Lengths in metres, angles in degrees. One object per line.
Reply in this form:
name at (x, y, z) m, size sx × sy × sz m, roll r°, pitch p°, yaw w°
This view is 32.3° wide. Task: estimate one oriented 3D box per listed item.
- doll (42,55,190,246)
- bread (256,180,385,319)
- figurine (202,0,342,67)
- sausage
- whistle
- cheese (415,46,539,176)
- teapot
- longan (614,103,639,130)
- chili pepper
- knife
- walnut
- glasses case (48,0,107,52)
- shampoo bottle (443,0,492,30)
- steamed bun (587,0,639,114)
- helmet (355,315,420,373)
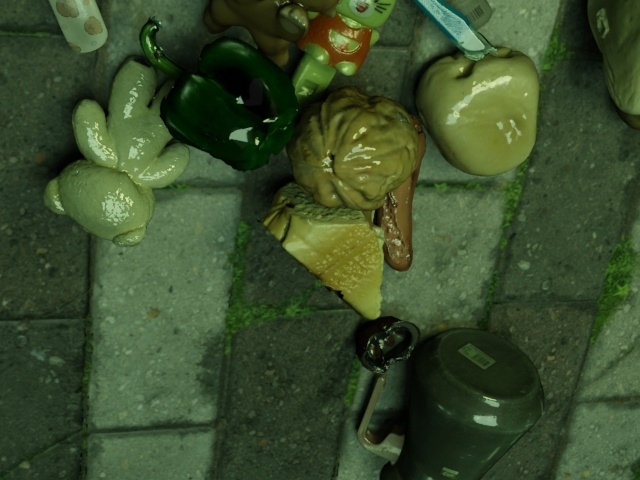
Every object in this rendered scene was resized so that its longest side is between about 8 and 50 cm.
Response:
doll at (-0.295, -0.139, 1.706) m, size 0.175 × 0.149 × 0.278 m, roll 27°, pitch 91°, yaw 4°
bread at (-0.007, 0.010, 1.832) m, size 0.211 × 0.183 × 0.224 m, roll 0°, pitch 116°, yaw -16°
figurine at (-0.049, -0.376, 1.581) m, size 0.177 × 0.247 × 0.173 m, roll 32°, pitch 72°, yaw -1°
sausage at (0.136, -0.076, 1.894) m, size 0.078 × 0.078 × 0.304 m, roll -5°, pitch 122°, yaw -15°
whistle at (0.026, -0.321, 1.695) m, size 0.131 × 0.106 × 0.288 m, roll 21°, pitch 111°, yaw -24°
cheese at (0.272, -0.218, 1.831) m, size 0.235 × 0.117 × 0.218 m, roll 26°, pitch 107°, yaw -32°
teapot at (0.234, 0.351, 2.094) m, size 0.300 × 0.253 × 0.344 m, roll 23°, pitch 120°, yaw 8°
longan at (0.567, -0.251, 1.920) m, size 0.106 × 0.106 × 0.119 m, roll 41°, pitch 86°, yaw -32°
chili pepper at (-0.160, -0.219, 1.625) m, size 0.261 × 0.165 × 0.174 m, roll 36°, pitch 83°, yaw 11°
knife at (0.163, -0.382, 1.720) m, size 0.296 × 0.026 × 0.044 m, roll 42°, pitch 110°, yaw -17°
walnut at (0.054, -0.142, 1.716) m, size 0.198 × 0.245 × 0.198 m, roll 4°, pitch 101°, yaw 21°
glasses case at (-0.359, -0.348, 1.592) m, size 0.063 × 0.041 × 0.164 m, roll -21°, pitch 123°, yaw -5°
shampoo bottle at (0.204, -0.397, 1.747) m, size 0.080 × 0.040 × 0.165 m, roll -33°, pitch 123°, yaw 11°
steamed bun at (0.568, -0.400, 1.757) m, size 0.247 × 0.236 × 0.383 m, roll -5°, pitch 127°, yaw -27°
helmet at (0.117, 0.181, 2.039) m, size 0.123 × 0.070 × 0.098 m, roll -39°, pitch 130°, yaw -2°
